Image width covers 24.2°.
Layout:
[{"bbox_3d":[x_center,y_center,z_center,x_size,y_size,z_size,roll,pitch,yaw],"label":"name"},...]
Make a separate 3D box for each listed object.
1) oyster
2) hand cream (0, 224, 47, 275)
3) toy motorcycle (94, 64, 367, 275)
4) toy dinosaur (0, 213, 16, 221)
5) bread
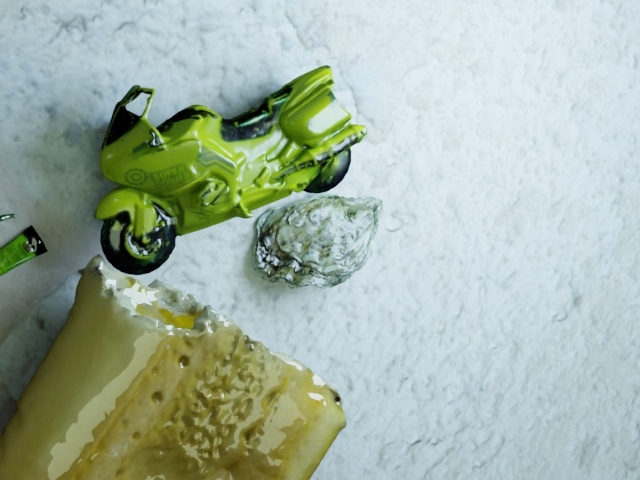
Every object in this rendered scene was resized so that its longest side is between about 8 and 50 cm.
[{"bbox_3d":[0.000,0.000,1.891,0.177,0.064,0.124,-4,87,-16],"label":"oyster"},{"bbox_3d":[-0.375,0.030,1.724,0.122,0.023,0.036,-34,102,-18],"label":"hand cream"},{"bbox_3d":[-0.123,-0.108,1.759,0.342,0.142,0.206,-24,117,-19],"label":"toy motorcycle"},{"bbox_3d":[-0.405,-0.026,1.700,0.120,0.029,0.060,-15,90,-26],"label":"toy dinosaur"},{"bbox_3d":[-0.214,0.248,1.732,0.361,0.250,0.394,32,88,-24],"label":"bread"}]
